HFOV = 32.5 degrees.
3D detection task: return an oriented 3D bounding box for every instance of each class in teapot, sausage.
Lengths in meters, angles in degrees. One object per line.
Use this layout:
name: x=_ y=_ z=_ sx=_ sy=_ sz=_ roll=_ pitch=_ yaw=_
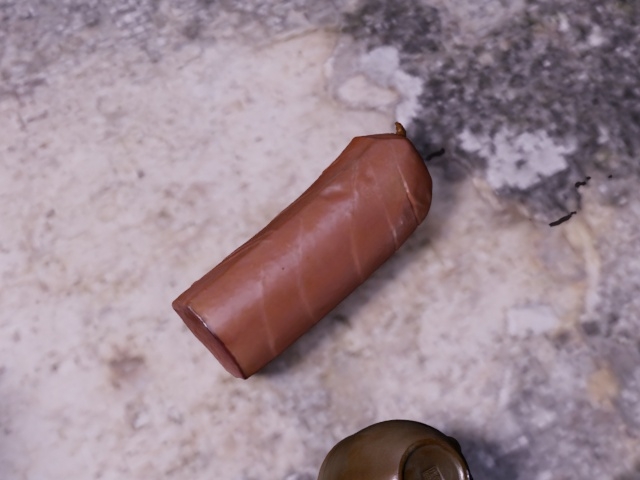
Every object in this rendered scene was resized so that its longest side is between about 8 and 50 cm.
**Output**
teapot: x=0.054 y=0.139 z=0.545 sx=0.085 sy=0.080 sz=0.110 roll=-24 pitch=82 yaw=-30
sausage: x=0.001 y=0.001 z=0.605 sx=0.169 sy=0.065 sz=0.065 roll=-41 pitch=72 yaw=-15
